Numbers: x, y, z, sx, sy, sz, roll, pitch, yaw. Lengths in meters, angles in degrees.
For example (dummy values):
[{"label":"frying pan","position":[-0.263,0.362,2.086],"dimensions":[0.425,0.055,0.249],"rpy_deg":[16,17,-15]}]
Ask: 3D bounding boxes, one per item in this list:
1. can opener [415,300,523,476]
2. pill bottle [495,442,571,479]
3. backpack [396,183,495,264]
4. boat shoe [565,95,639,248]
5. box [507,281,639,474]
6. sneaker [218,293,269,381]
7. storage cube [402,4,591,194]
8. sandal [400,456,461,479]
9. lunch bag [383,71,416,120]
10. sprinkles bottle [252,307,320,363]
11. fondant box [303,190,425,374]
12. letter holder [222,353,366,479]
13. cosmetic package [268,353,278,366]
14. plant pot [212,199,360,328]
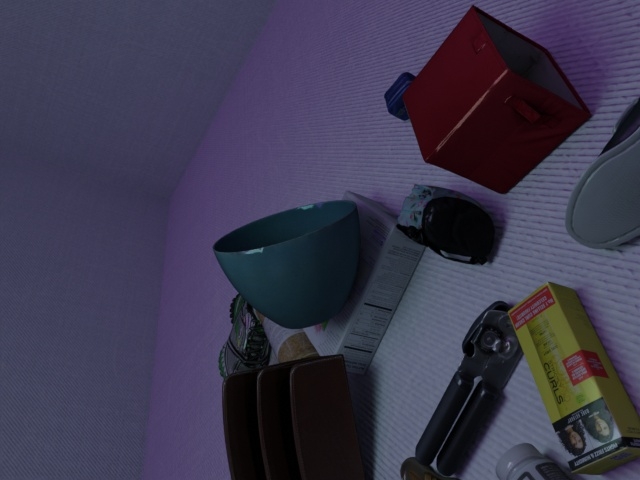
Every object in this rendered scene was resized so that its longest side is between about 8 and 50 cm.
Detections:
[{"label":"can opener","position":[0.237,0.230,0.881],"dimensions":[0.095,0.075,0.284],"rpy_deg":[-49,-17,-75]},{"label":"pill bottle","position":[0.286,0.327,0.698],"dimensions":[0.078,0.078,0.137],"rpy_deg":[-65,28,16]},{"label":"backpack","position":[0.214,-0.036,0.993],"dimensions":[0.115,0.151,0.182],"rpy_deg":[-64,16,3]},{"label":"boat shoe","position":[0.420,-0.119,0.692],"dimensions":[0.091,0.114,0.303],"rpy_deg":[-40,-16,-53]},{"label":"box","position":[0.329,0.173,0.726],"dimensions":[0.087,0.058,0.232],"rpy_deg":[-50,35,39]},{"label":"sneaker","position":[-0.200,0.273,1.586],"dimensions":[0.146,0.134,0.344],"rpy_deg":[-42,40,45]},{"label":"storage cube","position":[0.275,-0.223,0.915],"dimensions":[0.193,0.183,0.215],"rpy_deg":[-49,35,39]},{"label":"sandal","position":[0.176,0.402,0.895],"dimensions":[0.180,0.049,0.072],"rpy_deg":[8,82,63]},{"label":"lunch bag","position":[0.195,-0.323,1.251],"dimensions":[0.098,0.067,0.065],"rpy_deg":[-47,37,39]},{"label":"sprinkles bottle","position":[-0.077,0.227,1.391],"dimensions":[0.121,0.121,0.355],"rpy_deg":[-65,28,15]},{"label":"fondant box","position":[0.075,0.085,1.217],"dimensions":[0.331,0.096,0.238],"rpy_deg":[-66,28,13]},{"label":"letter holder","position":[-0.055,0.389,1.061],"dimensions":[0.152,0.214,0.302],"rpy_deg":[-23,75,56]},{"label":"cosmetic package","position":[-0.102,0.325,1.471],"dimensions":[0.115,0.041,0.060],"rpy_deg":[-65,29,17]},{"label":"plant pot","position":[-0.043,0.058,1.103],"dimensions":[0.290,0.290,0.196],"rpy_deg":[11,121,63]}]
